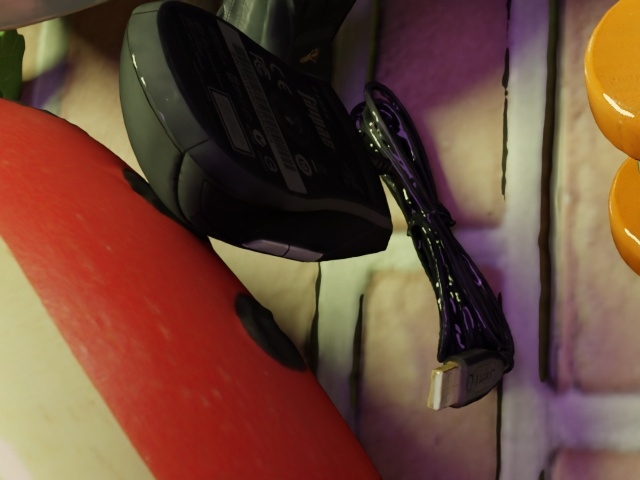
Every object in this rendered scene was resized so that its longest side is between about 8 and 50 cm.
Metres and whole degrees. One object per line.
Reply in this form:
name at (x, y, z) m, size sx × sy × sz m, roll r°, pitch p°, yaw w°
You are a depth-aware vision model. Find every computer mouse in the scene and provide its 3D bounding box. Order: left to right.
computer mouse at (0.000, 0.000, 0.526) m, size 0.060 × 0.262 × 0.184 m, roll -31°, pitch 74°, yaw 22°

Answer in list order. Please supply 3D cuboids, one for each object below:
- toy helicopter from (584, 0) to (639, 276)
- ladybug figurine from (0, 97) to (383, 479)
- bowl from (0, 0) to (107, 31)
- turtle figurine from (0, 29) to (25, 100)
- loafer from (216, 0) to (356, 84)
toy helicopter at (0.299, -0.079, 0.497) m, size 0.355 × 0.140 × 0.235 m, roll -42°, pitch 55°, yaw -9°
ladybug figurine at (-0.103, 0.089, 0.528) m, size 0.162 × 0.305 × 0.449 m, roll -33°, pitch 70°, yaw -23°
bowl at (-0.140, -0.223, 0.636) m, size 0.311 × 0.311 × 0.163 m, roll -14°, pitch 114°, yaw 16°
turtle figurine at (-0.321, -0.172, 0.714) m, size 0.266 × 0.198 × 0.275 m, roll 26°, pitch 89°, yaw 19°
loafer at (-0.022, -0.132, 0.604) m, size 0.078 × 0.076 × 0.223 m, roll 43°, pitch 135°, yaw 27°
